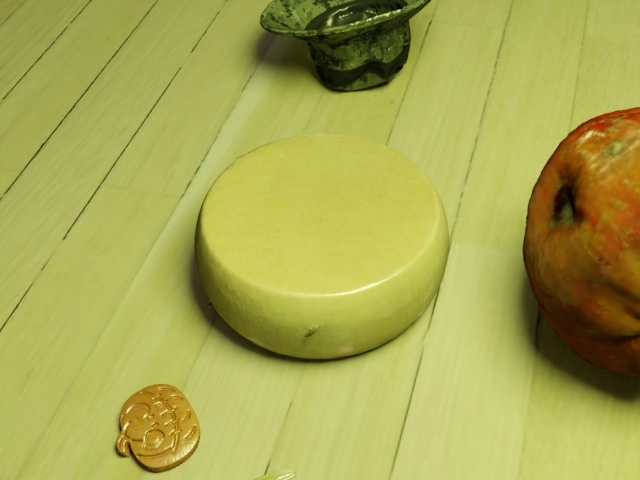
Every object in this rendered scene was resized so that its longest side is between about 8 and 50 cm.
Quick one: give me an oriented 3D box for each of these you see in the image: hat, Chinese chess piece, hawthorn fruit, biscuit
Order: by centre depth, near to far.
[{"bbox_3d":[0.311,-0.002,0.762,0.258,0.258,0.262,19,36,21],"label":"hawthorn fruit"},{"bbox_3d":[-0.156,0.176,0.786,0.078,0.015,0.091,-27,50,-20],"label":"biscuit"},{"bbox_3d":[0.000,0.000,0.882,0.273,0.102,0.273,-2,45,2],"label":"Chinese chess piece"},{"bbox_3d":[0.051,-0.277,1.125,0.265,0.128,0.266,-10,33,7],"label":"hat"}]

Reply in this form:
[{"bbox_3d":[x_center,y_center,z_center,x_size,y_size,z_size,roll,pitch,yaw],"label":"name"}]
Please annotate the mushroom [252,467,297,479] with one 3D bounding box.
[{"bbox_3d":[-0.098,0.254,0.689,0.202,0.054,0.059,-29,56,-28],"label":"mushroom"}]
